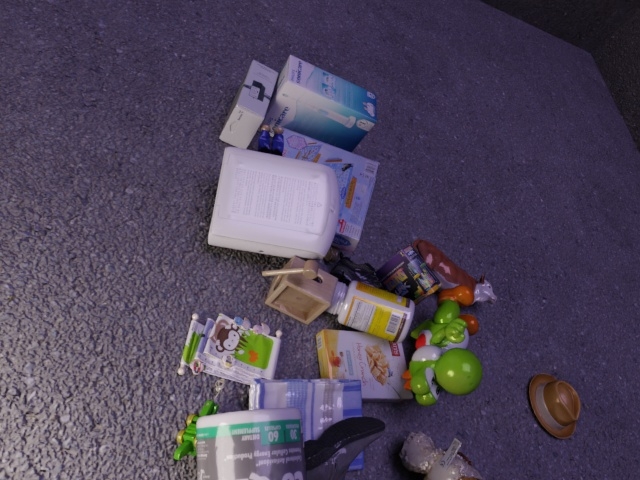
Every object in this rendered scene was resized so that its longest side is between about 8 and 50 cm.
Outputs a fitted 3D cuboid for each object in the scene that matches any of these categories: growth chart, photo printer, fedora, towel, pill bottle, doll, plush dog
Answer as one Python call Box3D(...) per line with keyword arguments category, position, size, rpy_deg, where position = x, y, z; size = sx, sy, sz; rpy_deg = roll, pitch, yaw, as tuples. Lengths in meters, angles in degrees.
Box3D(category="growth chart", position=(-0.198, 0.246, 1.290), size=(0.237, 0.021, 0.172), rpy_deg=(18, 52, -23))
Box3D(category="photo printer", position=(-0.106, -0.087, 1.406), size=(0.307, 0.107, 0.256), rpy_deg=(9, 73, -9))
Box3D(category="fedora", position=(0.706, 0.478, 1.667), size=(0.194, 0.079, 0.194), rpy_deg=(16, 54, -23))
Box3D(category="towel", position=(-0.026, 0.409, 1.246), size=(0.285, 0.034, 0.209), rpy_deg=(7, 74, -28))
Box3D(category="pill bottle", position=(-0.120, 0.498, 1.028), size=(0.204, 0.204, 0.361), rpy_deg=(5, 69, -30))
Box3D(category="doll", position=(-0.143, -0.228, 1.538), size=(0.129, 0.046, 0.189), rpy_deg=(7, 57, -11))
Box3D(category="pill bottle", position=(0.122, 0.175, 1.439), size=(0.215, 0.117, 0.117), rpy_deg=(19, 49, 3))
Box3D(category="plush dog", position=(0.317, 0.577, 1.301), size=(0.225, 0.210, 0.262), rpy_deg=(38, 42, -45))

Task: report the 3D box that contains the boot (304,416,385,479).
Box3D(category="boot", position=(0.041, 0.491, 1.219), size=(0.246, 0.083, 0.161), rpy_deg=(-15, 102, -32))

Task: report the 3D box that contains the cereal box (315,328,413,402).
Box3D(category="cereal box", position=(0.110, 0.316, 1.419), size=(0.240, 0.047, 0.173), rpy_deg=(8, 57, -28))

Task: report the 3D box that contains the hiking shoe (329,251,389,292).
Box3D(category="hiking shoe", position=(0.137, 0.115, 1.545), size=(0.227, 0.086, 0.114), rpy_deg=(34, 48, -11))

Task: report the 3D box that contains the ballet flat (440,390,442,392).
Box3D(category="ballet flat", position=(0.330, 0.364, 1.526), size=(0.213, 0.072, 0.068), rpy_deg=(-14, 41, -39))

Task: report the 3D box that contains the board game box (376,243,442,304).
Box3D(category="board game box", position=(0.230, 0.111, 1.549), size=(0.048, 0.170, 0.141), rpy_deg=(-30, 78, -40))

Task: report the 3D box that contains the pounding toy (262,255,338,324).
Box3D(category="pounding toy", position=(-0.051, 0.089, 1.361), size=(0.181, 0.206, 0.094), rpy_deg=(28, 49, -13))

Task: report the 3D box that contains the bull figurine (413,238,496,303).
Box3D(category="bull figurine", position=(0.378, 0.128, 1.678), size=(0.310, 0.101, 0.188), rpy_deg=(36, 50, -7))

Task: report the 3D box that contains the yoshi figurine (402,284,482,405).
Box3D(category="yoshi figurine", position=(0.344, 0.274, 1.426), size=(0.203, 0.203, 0.362), rpy_deg=(34, 40, 4))

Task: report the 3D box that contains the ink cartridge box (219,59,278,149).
Box3D(category="ink cartridge box", position=(-0.204, -0.384, 1.617), size=(0.087, 0.153, 0.208), rpy_deg=(24, 52, -16))

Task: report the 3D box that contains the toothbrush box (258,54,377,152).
Box3D(category="toothbrush box", position=(-0.010, -0.383, 1.696), size=(0.295, 0.216, 0.126), rpy_deg=(17, 52, -21))

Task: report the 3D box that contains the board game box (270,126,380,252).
Box3D(category="board game box", position=(-0.016, -0.151, 1.590), size=(0.318, 0.066, 0.318), rpy_deg=(20, 50, -2))

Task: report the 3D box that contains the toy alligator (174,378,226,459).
Box3D(category="toy alligator", position=(-0.236, 0.375, 1.163), size=(0.189, 0.056, 0.051), rpy_deg=(-60, 141, -43))

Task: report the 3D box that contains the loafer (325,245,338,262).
Box3D(category="loafer", position=(0.000, 0.000, 1.559), size=(0.050, 0.056, 0.148), rpy_deg=(-9, 55, -33))
